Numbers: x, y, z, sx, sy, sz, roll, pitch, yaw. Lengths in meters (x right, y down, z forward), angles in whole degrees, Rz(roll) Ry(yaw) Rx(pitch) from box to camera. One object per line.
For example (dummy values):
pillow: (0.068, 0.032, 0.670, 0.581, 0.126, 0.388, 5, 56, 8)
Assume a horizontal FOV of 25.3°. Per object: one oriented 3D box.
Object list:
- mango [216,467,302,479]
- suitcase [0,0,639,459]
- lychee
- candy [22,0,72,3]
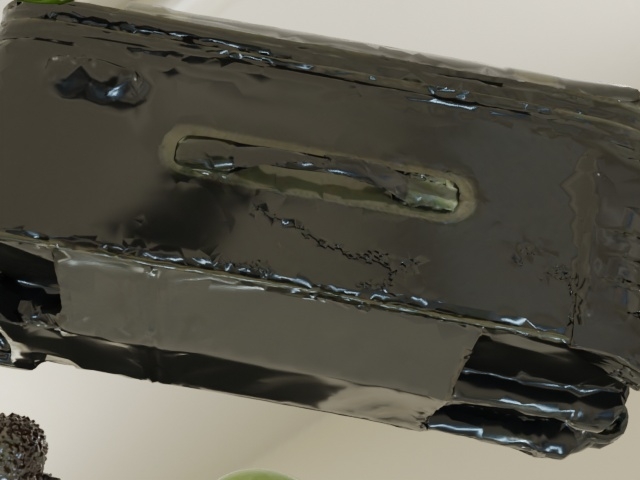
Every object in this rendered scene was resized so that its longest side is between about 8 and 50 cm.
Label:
mango: (-0.016, 0.405, 1.748, 0.343, 0.192, 0.156, 29, -145, 24)
suitcase: (0.000, 0.000, 0.832, 0.433, 0.283, 0.194, 9, -109, -2)
lychee: (-0.205, 0.143, 0.904, 0.083, 0.068, 0.067, 3, -130, 3)
candy: (-0.071, -0.176, 0.436, 0.097, 0.096, 0.210, 47, -63, 45)
